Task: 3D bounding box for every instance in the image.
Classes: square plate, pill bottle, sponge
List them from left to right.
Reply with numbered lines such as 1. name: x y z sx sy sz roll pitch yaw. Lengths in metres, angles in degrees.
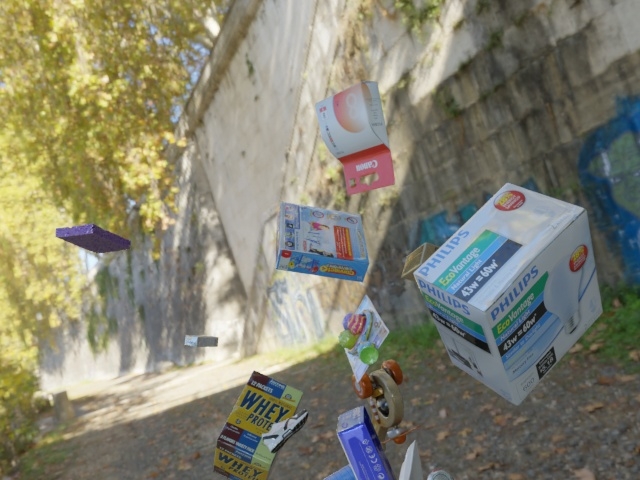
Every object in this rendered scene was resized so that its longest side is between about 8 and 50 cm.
1. sponge: -0.661 -0.003 1.793 0.117 0.031 0.210 -7 -15 11
2. pill bottle: 0.086 0.779 1.921 0.222 0.124 0.124 -25 -3 -15
3. square plate: 0.302 0.923 2.075 0.049 0.347 0.344 -2 26 20

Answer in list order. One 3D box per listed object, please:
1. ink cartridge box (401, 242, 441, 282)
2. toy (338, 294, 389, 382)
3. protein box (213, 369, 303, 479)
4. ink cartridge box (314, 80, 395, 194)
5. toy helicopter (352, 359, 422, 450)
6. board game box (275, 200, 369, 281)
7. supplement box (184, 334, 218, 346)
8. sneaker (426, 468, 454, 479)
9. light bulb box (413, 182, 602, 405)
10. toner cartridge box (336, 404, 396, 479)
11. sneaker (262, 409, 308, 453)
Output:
1. ink cartridge box: 0.413 0.100 2.028 0.235 0.088 0.193 17 -18 -7
2. toy: 0.081 0.214 1.421 0.056 0.136 0.237 27 9 -16
3. protein box: -0.152 0.466 1.488 0.201 0.136 0.199 105 -170 -48
4. ink cartridge box: 0.058 -0.175 1.084 0.045 0.179 0.145 -10 1 -33
5. toy helicopter: 0.201 0.562 1.908 0.140 0.235 0.355 -15 -46 -24
6. board game box: 0.000 0.000 2.135 0.302 0.086 0.308 10 34 -9
7. supplement box: -0.407 0.345 2.101 0.062 0.036 0.098 1 -7 39
8. sneaker: 0.343 0.699 1.570 0.088 0.225 0.092 -18 -14 -9
9. light bulb box: 0.462 0.125 1.472 0.358 0.361 0.225 -42 39 -16
10. toner cartridge box: 0.143 0.594 1.493 0.075 0.347 0.165 -24 -3 2
11. sneaker: -0.070 0.368 1.210 0.109 0.044 0.040 -35 -33 -29
